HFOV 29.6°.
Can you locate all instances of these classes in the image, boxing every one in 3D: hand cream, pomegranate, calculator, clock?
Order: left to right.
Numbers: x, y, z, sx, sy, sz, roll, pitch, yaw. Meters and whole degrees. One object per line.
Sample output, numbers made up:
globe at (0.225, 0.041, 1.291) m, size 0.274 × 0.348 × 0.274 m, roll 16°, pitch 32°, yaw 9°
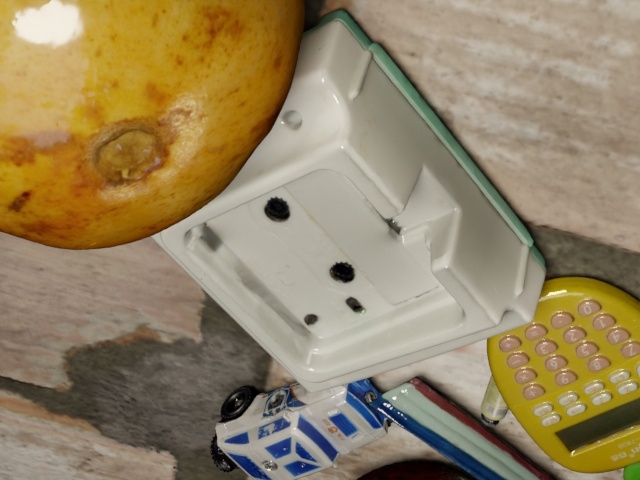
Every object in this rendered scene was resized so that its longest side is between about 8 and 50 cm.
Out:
pomegranate at (-0.140, -0.134, 0.708) m, size 0.264 × 0.264 × 0.264 m, roll 7°, pitch 132°, yaw 8°
clock at (0.000, 0.000, 0.875) m, size 0.231 × 0.116 × 0.262 m, roll -25°, pitch 120°, yaw 32°
hand cream at (0.155, 0.114, 1.000) m, size 0.035 × 0.022 × 0.102 m, roll 15°, pitch 127°, yaw 0°
calculator at (0.226, 0.119, 0.967) m, size 0.146 × 0.032 × 0.235 m, roll -27°, pitch 119°, yaw 23°

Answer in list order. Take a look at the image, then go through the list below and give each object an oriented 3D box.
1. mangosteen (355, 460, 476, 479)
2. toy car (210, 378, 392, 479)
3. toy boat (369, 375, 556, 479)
mangosteen at (0.094, 0.297, 1.067) m, size 0.216 × 0.216 × 0.216 m, roll 7°, pitch 132°, yaw 8°
toy car at (-0.023, 0.164, 1.053) m, size 0.170 × 0.070 × 0.080 m, roll -24°, pitch 122°, yaw 30°
toy boat at (0.137, 0.185, 1.038) m, size 0.229 × 0.080 × 0.046 m, roll 38°, pitch 94°, yaw -20°
